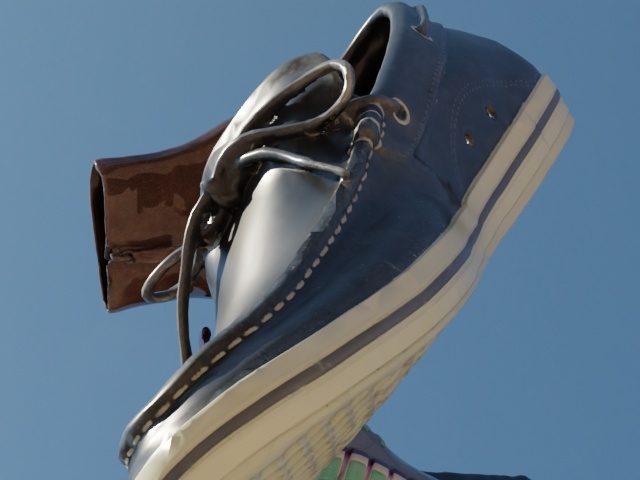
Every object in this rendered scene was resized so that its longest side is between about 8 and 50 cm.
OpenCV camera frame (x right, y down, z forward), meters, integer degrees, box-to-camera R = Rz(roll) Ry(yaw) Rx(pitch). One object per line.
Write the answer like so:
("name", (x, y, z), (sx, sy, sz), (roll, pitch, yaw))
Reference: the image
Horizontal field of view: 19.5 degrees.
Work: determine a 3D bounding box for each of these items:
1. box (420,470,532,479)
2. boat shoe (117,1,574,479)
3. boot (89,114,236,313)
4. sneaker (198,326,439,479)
("box", (0.110, 0.422, 1.464), (0.212, 0.293, 0.395), (8, -72, -34))
("boat shoe", (0.000, 0.000, 0.977), (0.156, 0.500, 0.187), (40, -58, -1))
("boot", (-0.058, 0.017, 1.325), (0.207, 0.090, 0.248), (-17, -52, -17))
("sneaker", (0.004, 0.133, 1.349), (0.224, 0.098, 0.083), (21, -23, -26))
